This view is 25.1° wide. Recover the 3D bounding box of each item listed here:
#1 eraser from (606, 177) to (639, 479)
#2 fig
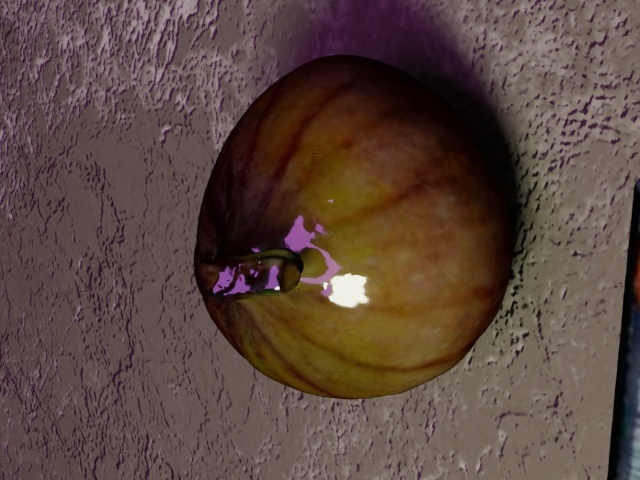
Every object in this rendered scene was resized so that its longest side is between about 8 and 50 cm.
[{"bbox_3d":[0.233,0.028,0.747,0.101,0.155,0.332,18,112,43],"label":"eraser"},{"bbox_3d":[0.011,-0.005,0.965,0.235,0.214,0.235,167,90,-75],"label":"fig"}]
